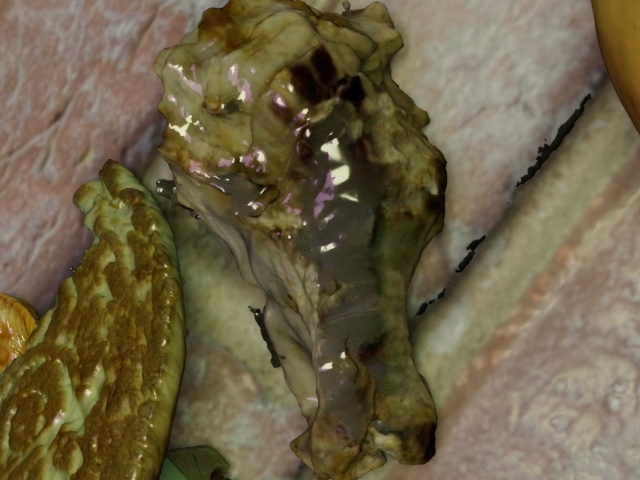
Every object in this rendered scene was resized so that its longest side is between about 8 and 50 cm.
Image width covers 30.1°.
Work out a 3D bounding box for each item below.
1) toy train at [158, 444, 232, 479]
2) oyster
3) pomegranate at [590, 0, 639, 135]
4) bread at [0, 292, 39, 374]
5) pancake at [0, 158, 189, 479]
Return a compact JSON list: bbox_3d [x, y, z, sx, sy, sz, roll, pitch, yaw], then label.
[{"bbox_3d":[-0.047,0.277,0.807,0.326,0.159,0.129,44,101,18],"label":"toy train"},{"bbox_3d":[-0.007,0.001,0.807,0.198,0.133,0.337,-8,101,-6],"label":"oyster"},{"bbox_3d":[0.306,-0.163,0.624,0.343,0.342,0.342,-1,88,21],"label":"pomegranate"},{"bbox_3d":[-0.267,0.094,0.955,0.111,0.044,0.083,-35,80,18],"label":"bread"},{"bbox_3d":[-0.163,0.110,0.829,0.197,0.054,0.376,-14,55,36],"label":"pancake"}]
